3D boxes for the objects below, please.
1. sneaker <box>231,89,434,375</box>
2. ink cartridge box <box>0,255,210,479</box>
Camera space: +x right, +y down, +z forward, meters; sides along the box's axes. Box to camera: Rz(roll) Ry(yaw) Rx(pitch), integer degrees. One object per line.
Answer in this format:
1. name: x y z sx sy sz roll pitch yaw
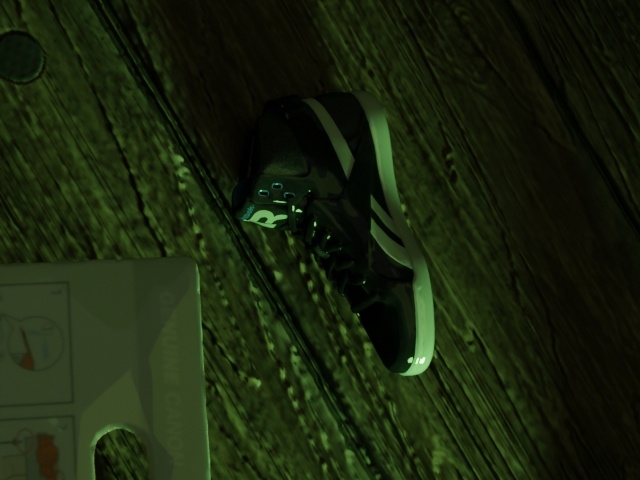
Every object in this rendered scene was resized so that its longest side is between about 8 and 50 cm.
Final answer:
1. sneaker: 0.000 0.000 1.326 0.121 0.079 0.217 -7 72 -23
2. ink cartridge box: -0.248 0.170 0.959 0.384 0.091 0.308 -3 77 -6
